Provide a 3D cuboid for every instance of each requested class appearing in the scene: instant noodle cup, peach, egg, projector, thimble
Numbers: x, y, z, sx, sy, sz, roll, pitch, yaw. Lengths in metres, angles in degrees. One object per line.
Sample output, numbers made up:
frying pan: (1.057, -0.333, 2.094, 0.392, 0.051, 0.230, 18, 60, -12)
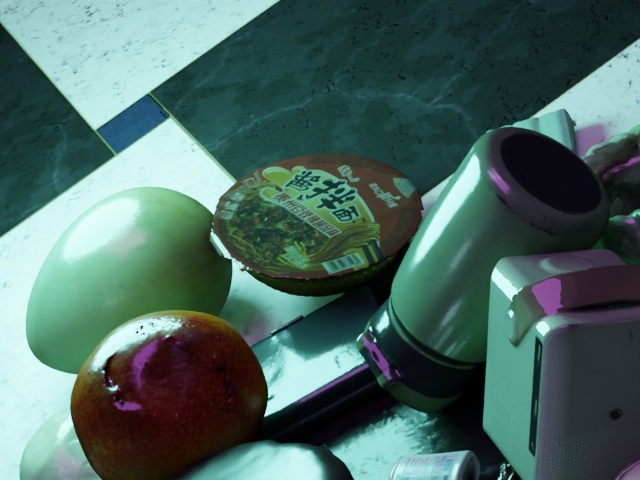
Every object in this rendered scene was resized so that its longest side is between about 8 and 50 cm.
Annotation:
instant noodle cup: (0.000, 0.000, 2.390, 0.274, 0.091, 0.274, -5, 35, 3)
peach: (-0.169, 0.185, 2.132, 0.231, 0.231, 0.231, -20, 37, 16)
egg: (-0.250, 0.061, 2.425, 0.295, 0.218, 0.218, -40, 34, 6)
projector: (0.262, 0.125, 1.895, 0.163, 0.242, 0.177, -6, 24, -16)
thimble: (0.380, -0.033, 2.127, 0.219, 0.150, 0.219, -21, 37, 16)

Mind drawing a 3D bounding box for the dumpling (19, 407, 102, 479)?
dumpling: (-0.281, 0.269, 2.271, 0.162, 0.132, 0.250, -35, 19, 10)

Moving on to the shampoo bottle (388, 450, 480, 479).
shampoo bottle: (0.118, 0.263, 2.051, 0.099, 0.043, 0.072, -8, 41, 31)

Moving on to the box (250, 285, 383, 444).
box: (-0.015, 0.158, 2.272, 0.230, 0.050, 0.160, -29, 35, 4)

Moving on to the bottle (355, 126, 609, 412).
bottle: (0.165, 0.046, 2.073, 0.347, 0.168, 0.168, -57, 19, 36)

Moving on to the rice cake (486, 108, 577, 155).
rice cake: (0.267, -0.073, 2.350, 0.127, 0.043, 0.237, -18, 36, 16)

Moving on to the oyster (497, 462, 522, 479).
oyster: (0.243, 0.271, 1.940, 0.125, 0.064, 0.177, -5, 30, 11)

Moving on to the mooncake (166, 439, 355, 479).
mooncake: (-0.097, 0.376, 1.927, 0.381, 0.212, 0.350, -28, 30, 10)

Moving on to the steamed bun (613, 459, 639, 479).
steamed bun: (0.376, 0.277, 1.766, 0.228, 0.131, 0.177, -18, 47, 17)
